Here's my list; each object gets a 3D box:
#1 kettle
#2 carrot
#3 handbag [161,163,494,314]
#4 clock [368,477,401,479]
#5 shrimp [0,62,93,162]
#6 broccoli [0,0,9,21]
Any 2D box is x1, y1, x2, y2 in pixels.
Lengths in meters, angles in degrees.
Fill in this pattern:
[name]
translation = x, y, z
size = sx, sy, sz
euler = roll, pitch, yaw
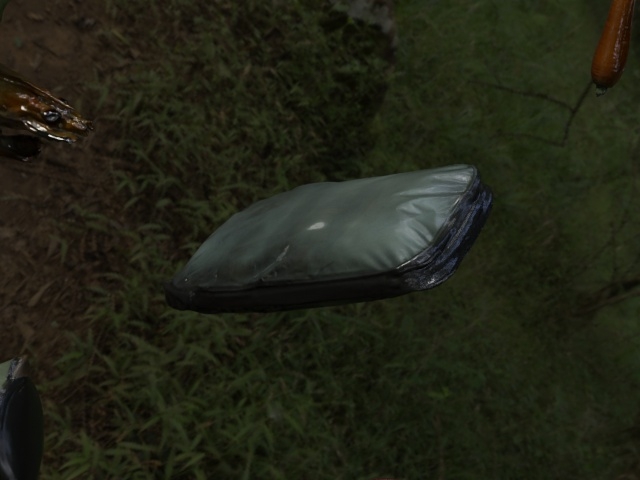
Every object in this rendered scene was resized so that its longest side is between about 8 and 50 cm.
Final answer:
[kettle]
translation = -0.463, 0.260, 0.942
size = 0.165, 0.255, 0.240
euler = 85, 3, -82
[carrot]
translation = 0.304, -0.216, 0.821
size = 0.035, 0.142, 0.035
euler = 6, 24, -3
[handbag]
translation = -0.002, 0.000, 0.805
size = 0.191, 0.332, 0.075
euler = -52, 126, -44
[clock]
translation = 0.171, 0.532, 1.369
size = 0.318, 0.080, 0.318
euler = 24, 15, -7
[shrimp]
translation = -0.336, -0.133, 0.836
size = 0.068, 0.249, 0.150
euler = -56, 145, -27
[broccoli]
translation = -0.350, -0.305, 0.807
size = 0.288, 0.248, 0.245
euler = 8, 69, -2
